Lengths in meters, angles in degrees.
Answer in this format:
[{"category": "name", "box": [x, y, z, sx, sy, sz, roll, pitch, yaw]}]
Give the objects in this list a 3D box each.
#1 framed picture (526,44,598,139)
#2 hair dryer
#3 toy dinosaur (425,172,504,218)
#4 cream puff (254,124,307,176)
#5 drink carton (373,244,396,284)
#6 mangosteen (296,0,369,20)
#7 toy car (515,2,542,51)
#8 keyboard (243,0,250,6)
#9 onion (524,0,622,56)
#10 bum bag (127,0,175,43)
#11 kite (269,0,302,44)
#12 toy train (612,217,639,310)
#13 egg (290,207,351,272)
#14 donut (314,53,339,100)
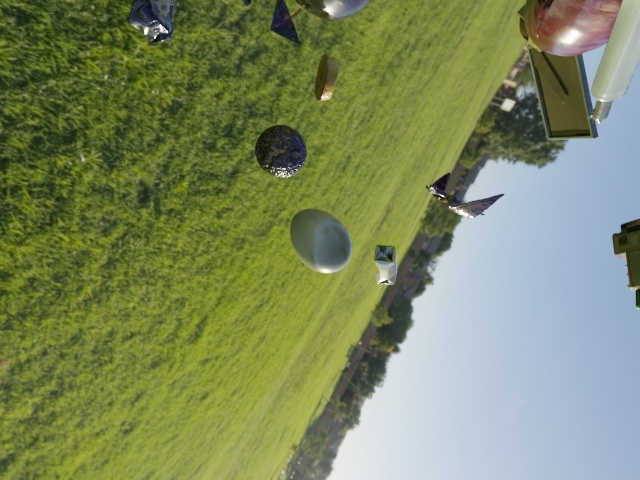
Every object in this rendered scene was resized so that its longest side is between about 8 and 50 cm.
[{"category": "framed picture", "box": [0.738, -0.467, 1.270, 0.240, 0.020, 0.324, -97, 167, -78]}, {"category": "hair dryer", "box": [0.456, -0.293, 0.588, 0.107, 0.173, 0.357, -62, 153, -19]}, {"category": "toy dinosaur", "box": [0.437, -0.151, 1.299, 0.113, 0.207, 0.327, -60, 168, 15]}, {"category": "cream puff", "box": [-0.173, -0.401, 1.840, 0.239, 0.239, 0.165, -62, -176, -10]}, {"category": "drink carton", "box": [0.216, 0.096, 1.367, 0.200, 0.075, 0.084, 72, 24, -54]}, {"category": "mangosteen", "box": [0.036, -0.752, 1.094, 0.300, 0.300, 0.300, -59, 167, -23]}, {"category": "toy car", "box": [0.627, -0.608, 1.031, 0.257, 0.124, 0.101, -40, 154, 13]}, {"category": "keyboard", "box": [-0.193, -0.549, 0.778, 0.204, 0.013, 0.061, 46, 36, -48]}, {"category": "onion", "box": [0.516, -0.482, 0.702, 0.347, 0.285, 0.347, 18, 90, -79]}, {"category": "bum bag", "box": [-0.474, -0.751, 1.211, 0.144, 0.095, 0.340, -6, 141, -40]}, {"category": "kite", "box": [-0.121, -0.782, 1.466, 0.159, 0.010, 0.190, -39, 126, -22]}, {"category": "toy train", "box": [0.443, 0.034, 0.544, 0.087, 0.050, 0.138, 138, -36, -64]}, {"category": "egg", "box": [0.000, 0.000, 1.379, 0.186, 0.241, 0.186, -32, -161, 12]}, {"category": "donut", "box": [0.027, -0.645, 1.645, 0.178, 0.065, 0.162, 122, -31, -59]}]
